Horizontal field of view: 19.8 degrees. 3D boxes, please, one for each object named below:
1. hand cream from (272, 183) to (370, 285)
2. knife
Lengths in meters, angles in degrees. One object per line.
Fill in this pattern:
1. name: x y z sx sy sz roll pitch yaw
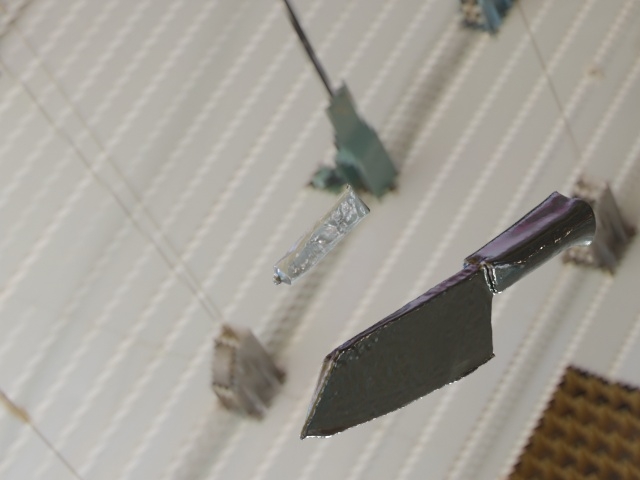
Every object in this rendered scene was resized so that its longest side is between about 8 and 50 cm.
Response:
1. hand cream: 0.000 0.000 1.344 0.093 0.030 0.019 -44 -148 -14
2. knife: 0.065 0.042 0.898 0.028 0.060 0.230 10 -151 40
